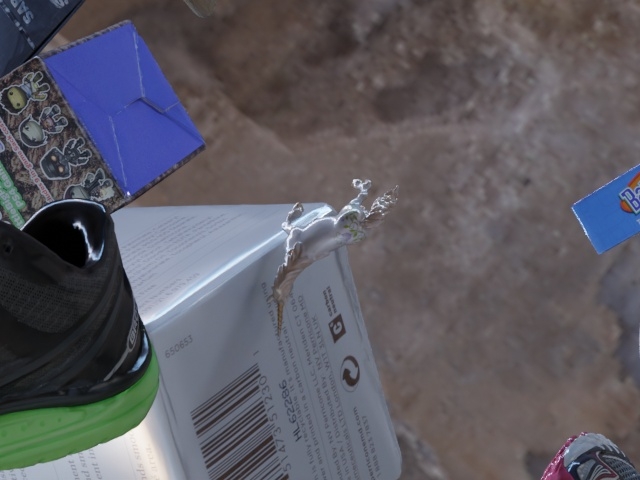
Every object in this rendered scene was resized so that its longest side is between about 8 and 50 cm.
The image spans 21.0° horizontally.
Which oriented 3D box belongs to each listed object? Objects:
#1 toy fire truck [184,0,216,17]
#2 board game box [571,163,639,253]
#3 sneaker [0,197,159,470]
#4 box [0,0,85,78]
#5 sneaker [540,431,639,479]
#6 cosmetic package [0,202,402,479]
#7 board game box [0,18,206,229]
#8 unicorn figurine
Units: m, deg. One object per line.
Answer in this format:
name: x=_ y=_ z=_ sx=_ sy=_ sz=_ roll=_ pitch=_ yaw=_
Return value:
toy fire truck: x=0.009 y=-0.252 z=1.256 sx=0.246 sy=0.158 sz=0.217 roll=-28 pitch=-40 yaw=7
board game box: x=0.309 y=-0.067 z=1.331 sx=0.160 sy=0.047 sz=0.210 roll=-34 pitch=-7 yaw=38
sneaker: x=-0.286 y=0.065 z=1.076 sx=0.483 sy=0.185 sz=0.202 roll=-17 pitch=-76 yaw=-61
box: x=-0.350 y=-0.268 z=1.650 sx=0.233 sy=0.059 sz=0.183 roll=54 pitch=-136 yaw=-20
sneaker: x=0.263 y=0.248 z=1.386 sx=0.299 sy=0.112 sz=0.121 roll=37 pitch=-99 yaw=-44
cosmetic package: x=-0.187 y=0.168 z=1.821 sx=0.327 sy=0.393 sz=0.329 roll=-36 pitch=-62 yaw=-47
board game box: x=-0.282 y=-0.051 z=1.524 sx=0.291 sy=0.141 sz=0.232 roll=-29 pitch=6 yaw=19
unicorn figurine: x=0.000 y=0.000 z=1.667 sx=0.060 sy=0.111 sz=0.162 roll=41 pitch=-61 yaw=-18
